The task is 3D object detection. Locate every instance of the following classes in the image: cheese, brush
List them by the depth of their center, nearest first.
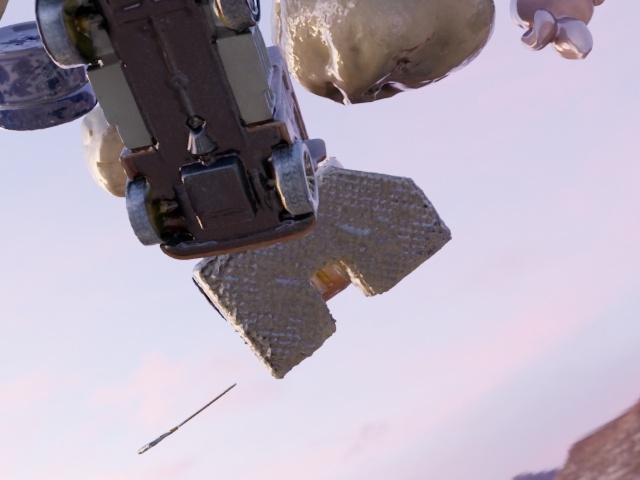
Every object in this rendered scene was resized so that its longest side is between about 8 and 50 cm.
[{"bbox_3d":[-0.241,-0.176,1.601,0.263,0.093,0.159,-36,-43,-16],"label":"cheese"},{"bbox_3d":[-0.220,0.299,1.787,0.205,0.011,0.083,-33,-4,-33],"label":"brush"}]

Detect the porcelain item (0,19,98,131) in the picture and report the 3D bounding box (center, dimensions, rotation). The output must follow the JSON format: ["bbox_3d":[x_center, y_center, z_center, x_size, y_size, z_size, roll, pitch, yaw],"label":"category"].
[{"bbox_3d":[-0.362,-0.206,1.329,0.147,0.147,0.114,-18,-61,-17],"label":"porcelain item"}]

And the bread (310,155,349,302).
[{"bbox_3d":[0.000,0.000,1.526,0.204,0.156,0.288,-44,5,2],"label":"bread"}]

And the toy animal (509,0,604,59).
[{"bbox_3d":[0.274,-0.278,1.260,0.124,0.213,0.124,15,-32,9],"label":"toy animal"}]

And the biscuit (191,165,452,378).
[{"bbox_3d":[0.006,0.015,1.073,0.250,0.147,0.046,-37,7,-14],"label":"biscuit"}]

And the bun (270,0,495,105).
[{"bbox_3d":[0.070,-0.249,1.263,0.272,0.168,0.273,-4,4,0],"label":"bun"}]

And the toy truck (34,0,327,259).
[{"bbox_3d":[-0.074,-0.125,0.559,0.108,0.140,0.257,-12,-54,10],"label":"toy truck"}]

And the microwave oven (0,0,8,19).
[{"bbox_3d":[-0.415,-0.376,1.161,0.145,0.240,0.194,12,-69,-35],"label":"microwave oven"}]
